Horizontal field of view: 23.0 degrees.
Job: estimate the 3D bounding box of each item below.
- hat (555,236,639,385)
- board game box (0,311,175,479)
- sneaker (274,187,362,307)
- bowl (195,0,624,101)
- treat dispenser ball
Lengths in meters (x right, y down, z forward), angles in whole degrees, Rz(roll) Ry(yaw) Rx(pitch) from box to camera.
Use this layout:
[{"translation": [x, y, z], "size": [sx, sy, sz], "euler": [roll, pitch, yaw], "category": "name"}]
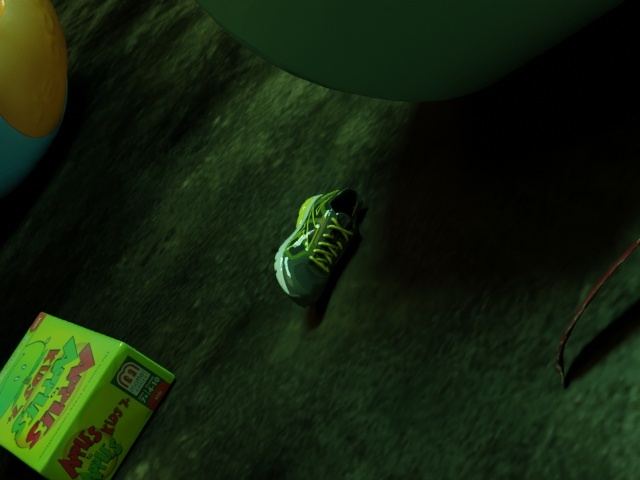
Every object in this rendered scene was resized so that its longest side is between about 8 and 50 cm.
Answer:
[{"translation": [0.185, -0.076, 0.617], "size": [0.208, 0.183, 0.173], "euler": [-7, 52, -1], "category": "hat"}, {"translation": [-0.165, 0.104, 1.016], "size": [0.092, 0.043, 0.181], "euler": [-58, 23, -11], "category": "board game box"}, {"translation": [0.000, 0.000, 0.866], "size": [0.035, 0.031, 0.083], "euler": [-32, 31, 40], "category": "sneaker"}, {"translation": [0.033, -0.189, 0.796], "size": [0.311, 0.311, 0.163], "euler": [-78, 14, -45], "category": "bowl"}, {"translation": [-0.384, -0.160, 1.494], "size": [0.288, 0.288, 0.288], "euler": [-42, 25, 25], "category": "treat dispenser ball"}]
